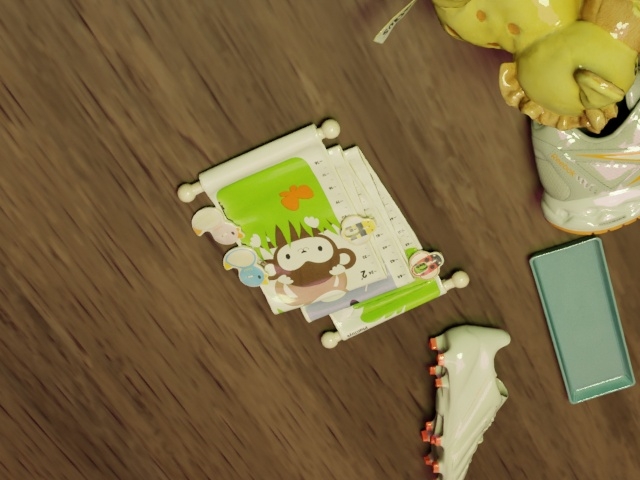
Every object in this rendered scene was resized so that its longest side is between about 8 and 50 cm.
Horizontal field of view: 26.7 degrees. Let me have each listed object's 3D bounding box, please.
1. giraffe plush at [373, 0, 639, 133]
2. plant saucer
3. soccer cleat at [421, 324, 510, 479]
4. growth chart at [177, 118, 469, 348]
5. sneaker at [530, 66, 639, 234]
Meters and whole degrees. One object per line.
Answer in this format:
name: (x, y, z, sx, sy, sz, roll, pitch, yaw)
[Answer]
giraffe plush: (0.163, -0.162, 0.956, 0.170, 0.181, 0.210, 45, 123, 9)
plant saucer: (0.246, 0.075, 1.268, 0.067, 0.018, 0.192, -18, 127, 5)
soccer cleat: (0.141, 0.167, 1.291, 0.076, 0.068, 0.196, -4, 123, -9)
growth chart: (0.000, 0.000, 1.179, 0.172, 0.021, 0.237, -31, 123, 15)
sneaker: (0.297, -0.100, 1.106, 0.262, 0.099, 0.121, -21, 119, 4)
